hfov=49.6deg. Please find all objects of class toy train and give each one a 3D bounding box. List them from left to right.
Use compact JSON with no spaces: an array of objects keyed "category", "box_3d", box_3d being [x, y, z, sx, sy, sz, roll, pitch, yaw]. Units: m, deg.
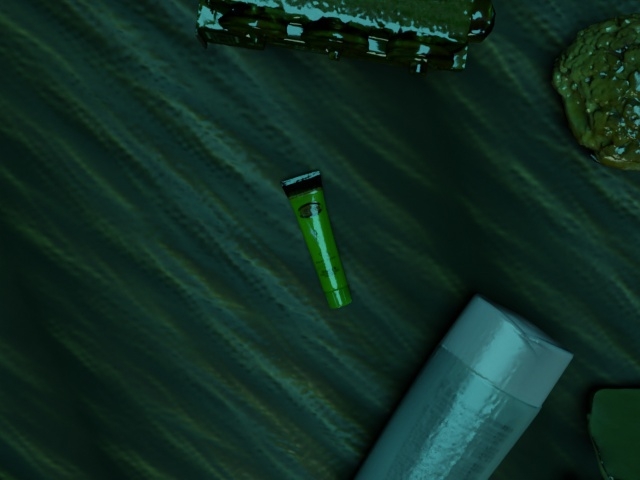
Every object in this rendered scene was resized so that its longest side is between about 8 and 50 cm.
[{"category":"toy train","box_3d":[0.012,-0.176,0.527,0.226,0.137,0.090,9,96,-5]}]

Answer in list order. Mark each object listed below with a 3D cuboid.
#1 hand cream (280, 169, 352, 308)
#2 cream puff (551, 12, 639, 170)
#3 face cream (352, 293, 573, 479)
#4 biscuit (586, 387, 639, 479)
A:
[{"category":"hand cream","box_3d":[0.000,0.000,0.614,0.036,0.023,0.121,-17,96,7]},{"category":"cream puff","box_3d":[0.254,-0.120,0.554,0.133,0.104,0.119,44,104,-6]},{"category":"face cream","box_3d":[0.110,0.182,0.620,0.107,0.073,0.269,30,99,-10]},{"category":"biscuit","box_3d":[0.399,0.183,0.621,0.323,0.038,0.099,1,61,0]}]
